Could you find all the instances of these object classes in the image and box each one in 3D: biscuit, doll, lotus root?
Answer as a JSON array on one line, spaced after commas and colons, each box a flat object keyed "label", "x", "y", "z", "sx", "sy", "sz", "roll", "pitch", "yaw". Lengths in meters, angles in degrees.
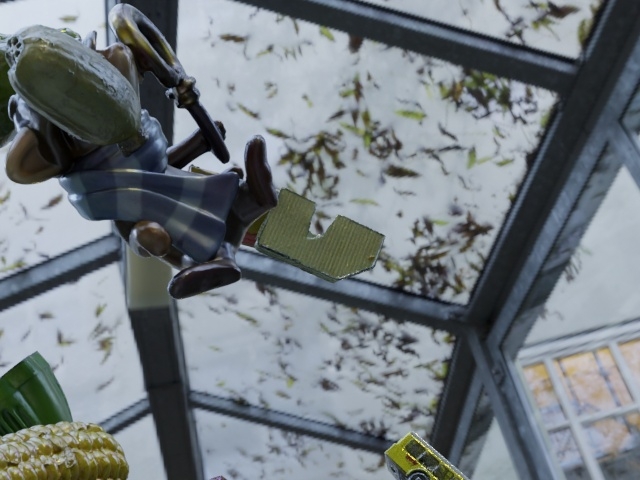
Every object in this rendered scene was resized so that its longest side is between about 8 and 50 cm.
[{"label": "biscuit", "x": 0.000, "y": 0.000, "z": 1.762, "sx": 0.249, "sy": 0.147, "sz": 0.046, "roll": 23, "pitch": -26, "yaw": -6}, {"label": "doll", "x": -0.210, "y": -0.106, "z": 1.072, "sx": 0.339, "sy": 0.318, "sz": 0.209, "roll": 39, "pitch": -57, "yaw": -13}, {"label": "lotus root", "x": -0.372, "y": 0.256, "z": 1.073, "sx": 0.186, "sy": 0.186, "sz": 0.186, "roll": -8, "pitch": -40, "yaw": -7}, {"label": "lotus root", "x": -0.236, "y": -0.148, "z": 0.873, "sx": 0.077, "sy": 0.090, "sz": 0.183, "roll": -33, "pitch": -39, "yaw": 15}]

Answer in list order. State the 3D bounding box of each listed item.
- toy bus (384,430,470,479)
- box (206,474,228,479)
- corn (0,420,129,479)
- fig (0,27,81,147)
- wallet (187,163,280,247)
[{"label": "toy bus", "x": 0.190, "y": 0.381, "z": 1.258, "sx": 0.074, "sy": 0.226, "sz": 0.081, "roll": -39, "pitch": -35, "yaw": -21}, {"label": "box", "x": -0.098, "y": 0.306, "z": 0.974, "sx": 0.023, "sy": 0.052, "sz": 0.082, "roll": -22, "pitch": -47, "yaw": 20}, {"label": "corn", "x": -0.219, "y": 0.160, "z": 0.449, "sx": 0.101, "sy": 0.101, "sz": 0.291, "roll": -41, "pitch": -20, "yaw": 29}, {"label": "fig", "x": -0.514, "y": -0.266, "z": 1.414, "sx": 0.275, "sy": 0.206, "sz": 0.206, "roll": -26, "pitch": -40, "yaw": -5}, {"label": "wallet", "x": -0.174, "y": -0.062, "z": 1.807, "sx": 0.241, "sy": 0.067, "sz": 0.141, "roll": 15, "pitch": -89, "yaw": -9}]
